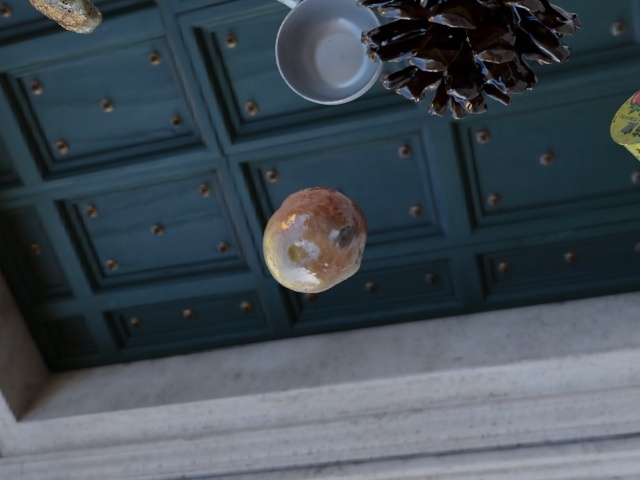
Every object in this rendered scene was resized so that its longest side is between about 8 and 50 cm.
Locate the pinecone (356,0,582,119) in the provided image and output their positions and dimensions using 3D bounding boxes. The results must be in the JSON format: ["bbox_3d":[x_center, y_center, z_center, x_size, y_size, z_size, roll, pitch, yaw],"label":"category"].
[{"bbox_3d":[0.243,-0.386,1.465,0.398,0.398,0.397,-9,-90,-75],"label":"pinecone"}]

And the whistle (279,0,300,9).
[{"bbox_3d":[-0.173,-0.588,1.812,0.312,0.062,0.062,27,-138,-22],"label":"whistle"}]

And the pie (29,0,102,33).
[{"bbox_3d":[-0.523,-0.482,1.760,0.163,0.194,0.079,40,-106,-31],"label":"pie"}]

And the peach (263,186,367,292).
[{"bbox_3d":[0.000,0.000,1.674,0.232,0.233,0.232,-9,-90,-75],"label":"peach"}]

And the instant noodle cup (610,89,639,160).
[{"bbox_3d":[0.667,-0.201,1.637,0.144,0.182,0.182,43,-149,-23],"label":"instant noodle cup"}]

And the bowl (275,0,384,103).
[{"bbox_3d":[0.039,-0.494,2.276,0.144,0.287,0.286,-5,-94,-75],"label":"bowl"}]
